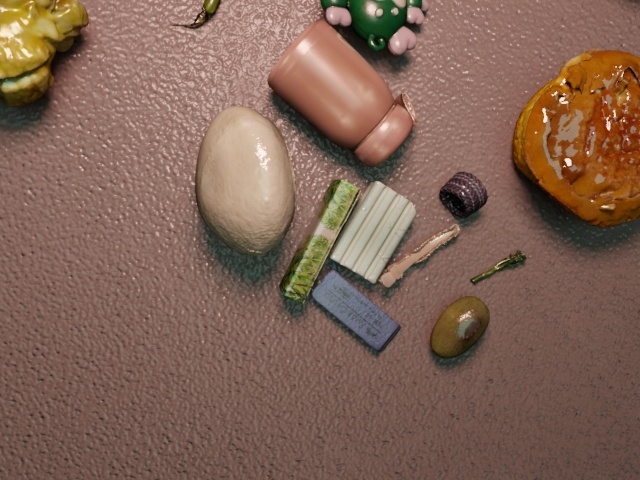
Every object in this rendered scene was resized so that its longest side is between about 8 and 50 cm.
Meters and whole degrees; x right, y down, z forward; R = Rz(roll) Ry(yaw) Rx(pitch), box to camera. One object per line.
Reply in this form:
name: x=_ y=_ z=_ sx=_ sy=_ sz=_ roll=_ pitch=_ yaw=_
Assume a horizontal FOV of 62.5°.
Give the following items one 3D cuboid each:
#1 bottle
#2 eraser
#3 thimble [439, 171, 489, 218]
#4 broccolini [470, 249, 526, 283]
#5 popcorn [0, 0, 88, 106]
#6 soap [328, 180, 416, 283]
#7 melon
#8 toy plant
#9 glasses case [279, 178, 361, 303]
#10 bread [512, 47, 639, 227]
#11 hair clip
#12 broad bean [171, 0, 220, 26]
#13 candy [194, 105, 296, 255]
bottle: x=0.061 y=-0.299 z=1.089 sx=0.297 sy=0.173 sz=0.206 roll=41 pitch=57 yaw=-8
eraser: x=0.083 y=0.162 z=1.196 sx=0.225 sy=0.036 sz=0.082 roll=41 pitch=88 yaw=-8
thimble: x=0.315 y=-0.099 z=1.162 sx=0.066 sy=0.104 sz=0.095 roll=-42 pitch=102 yaw=-9
broccolini: x=0.414 y=0.065 z=1.224 sx=0.140 sy=0.035 sz=0.030 roll=-28 pitch=94 yaw=-2
popcorn: x=-0.585 y=-0.391 z=0.978 sx=0.277 sy=0.225 sz=0.276 roll=1 pitch=84 yaw=-6
soap: x=0.115 y=-0.019 z=1.166 sx=0.119 sy=0.066 sz=0.198 roll=31 pitch=92 yaw=-10
melon: x=0.314 y=0.198 z=1.195 sx=0.099 sy=0.099 sz=0.162 roll=41 pitch=91 yaw=-8
toy plant: x=0.113 y=-0.493 z=1.083 sx=0.233 sy=0.112 sz=0.243 roll=29 pitch=65 yaw=-16
glasses case: x=0.000 y=0.000 z=1.142 sx=0.062 sy=0.095 sz=0.272 roll=26 pitch=93 yaw=-13
bread: x=0.585 y=-0.212 z=1.135 sx=0.358 sy=0.204 sz=0.336 roll=38 pitch=88 yaw=-12
hair clip: x=0.218 y=0.032 z=1.195 sx=0.226 sy=0.072 sz=0.034 roll=-36 pitch=98 yaw=-11
broad bean: x=-0.239 y=-0.600 z=1.078 sx=0.098 sy=0.056 sz=0.317 roll=8 pitch=97 yaw=-7
candy: x=-0.151 y=-0.113 z=1.025 sx=0.185 sy=0.295 sz=0.295 roll=-13 pitch=97 yaw=-19
